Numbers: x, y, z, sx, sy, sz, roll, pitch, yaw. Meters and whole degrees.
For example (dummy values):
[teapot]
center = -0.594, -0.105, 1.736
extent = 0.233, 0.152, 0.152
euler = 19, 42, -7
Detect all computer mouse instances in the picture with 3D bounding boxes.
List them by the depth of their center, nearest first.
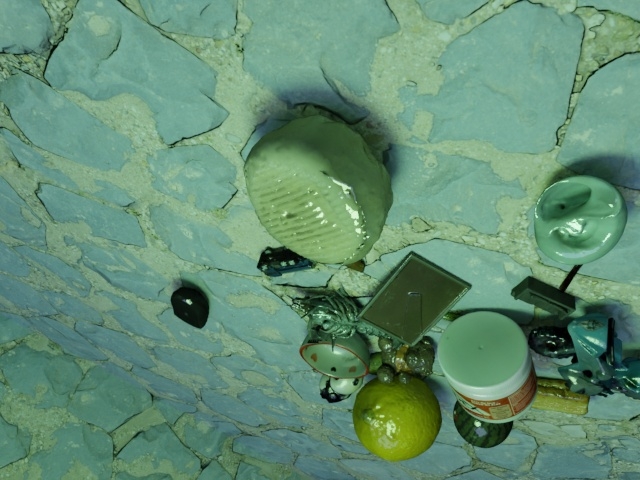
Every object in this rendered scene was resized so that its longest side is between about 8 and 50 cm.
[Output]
[computer mouse]
center = -0.488, 0.242, 1.917
extent = 0.138, 0.086, 0.269
euler = 28, 150, 5

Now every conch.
[conch]
center = 0.550, -0.050, 1.084
extent = 0.185, 0.121, 0.221
euler = 24, 134, 2

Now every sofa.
[sofa]
center = 0.597, 0.165, 1.364
extent = 0.147, 0.060, 0.085
euler = 24, 142, -4

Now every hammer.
[hammer]
center = 0.635, 0.078, 1.280
extent = 0.065, 0.021, 0.178
euler = 13, 143, 11

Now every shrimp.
[shrimp]
center = 0.082, 0.259, 1.641
extent = 0.411, 0.166, 0.221
euler = 12, 109, -10

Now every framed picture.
[framed picture]
center = 0.269, 0.182, 1.494
extent = 0.213, 0.016, 0.289
euler = 28, 122, -10

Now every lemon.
[lemon]
center = 0.278, 0.642, 1.859
extent = 0.336, 0.336, 0.336
euler = 12, 141, 10

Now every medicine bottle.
[medicine bottle]
center = 0.495, 0.374, 1.495
extent = 0.253, 0.252, 0.241
euler = -4, 137, 28

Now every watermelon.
[watermelon]
center = 0.576, 0.629, 1.806
extent = 0.212, 0.212, 0.212
euler = 12, 141, 10

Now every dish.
[dish]
center = 0.061, 0.386, 1.816
extent = 0.256, 0.117, 0.256
euler = 12, 140, 11

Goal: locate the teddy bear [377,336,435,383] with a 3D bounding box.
[teddy bear]
center = 0.292, 0.392, 1.718
extent = 0.190, 0.177, 0.140
euler = -2, -179, 27

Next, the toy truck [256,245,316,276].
[toy truck]
center = -0.095, 0.059, 1.546
extent = 0.202, 0.074, 0.088
euler = -13, 140, 34

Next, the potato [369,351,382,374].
[potato]
center = 0.229, 0.468, 1.891
extent = 0.198, 0.054, 0.119
euler = -13, 133, 35

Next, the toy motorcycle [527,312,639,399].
[toy motorcycle]
center = 0.787, 0.325, 1.375
extent = 0.416, 0.172, 0.232
euler = 28, 146, -1

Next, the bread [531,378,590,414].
[bread]
center = 0.771, 0.508, 1.671
extent = 0.211, 0.083, 0.114
euler = 1, 132, 23

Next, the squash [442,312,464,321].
[squash]
center = 0.399, 0.235, 1.560
extent = 0.083, 0.027, 0.027
euler = 9, 140, 15

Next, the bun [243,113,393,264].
[bun]
center = 0.009, -0.120, 1.182
extent = 0.360, 0.211, 0.359
euler = 18, 136, 18

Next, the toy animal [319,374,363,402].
[toy animal]
center = 0.085, 0.531, 1.964
extent = 0.138, 0.166, 0.179
euler = 27, 130, -9

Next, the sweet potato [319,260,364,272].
[sweet potato]
center = -0.004, 0.005, 1.428
extent = 0.108, 0.079, 0.346
euler = -29, 125, 23
